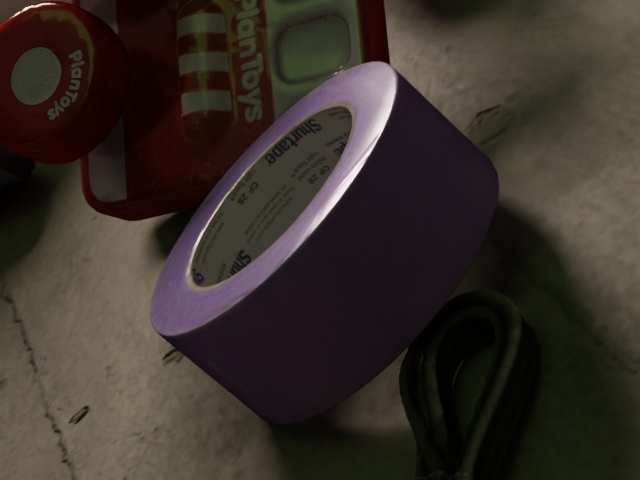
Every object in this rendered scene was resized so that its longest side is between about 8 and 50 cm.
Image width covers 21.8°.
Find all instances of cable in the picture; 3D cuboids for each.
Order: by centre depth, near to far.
[{"bbox_3d":[0.042,0.120,0.725,0.139,0.072,0.287,-14,41,45],"label":"cable"}]

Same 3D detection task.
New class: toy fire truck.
[{"bbox_3d":[-0.073,-0.161,1.077,0.254,0.169,0.302,-10,73,24],"label":"toy fire truck"}]

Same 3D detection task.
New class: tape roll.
[{"bbox_3d":[0.000,0.000,0.892,0.189,0.080,0.189,-41,20,19],"label":"tape roll"}]

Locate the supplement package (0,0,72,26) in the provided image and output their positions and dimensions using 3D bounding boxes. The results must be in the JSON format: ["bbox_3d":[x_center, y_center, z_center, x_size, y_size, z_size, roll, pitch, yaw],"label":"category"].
[{"bbox_3d":[-0.353,-0.228,1.455,0.198,0.263,0.199,1,50,51],"label":"supplement package"}]

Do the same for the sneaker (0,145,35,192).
[{"bbox_3d":[-0.308,-0.030,1.359,0.223,0.083,0.098,-3,68,54],"label":"sneaker"}]
